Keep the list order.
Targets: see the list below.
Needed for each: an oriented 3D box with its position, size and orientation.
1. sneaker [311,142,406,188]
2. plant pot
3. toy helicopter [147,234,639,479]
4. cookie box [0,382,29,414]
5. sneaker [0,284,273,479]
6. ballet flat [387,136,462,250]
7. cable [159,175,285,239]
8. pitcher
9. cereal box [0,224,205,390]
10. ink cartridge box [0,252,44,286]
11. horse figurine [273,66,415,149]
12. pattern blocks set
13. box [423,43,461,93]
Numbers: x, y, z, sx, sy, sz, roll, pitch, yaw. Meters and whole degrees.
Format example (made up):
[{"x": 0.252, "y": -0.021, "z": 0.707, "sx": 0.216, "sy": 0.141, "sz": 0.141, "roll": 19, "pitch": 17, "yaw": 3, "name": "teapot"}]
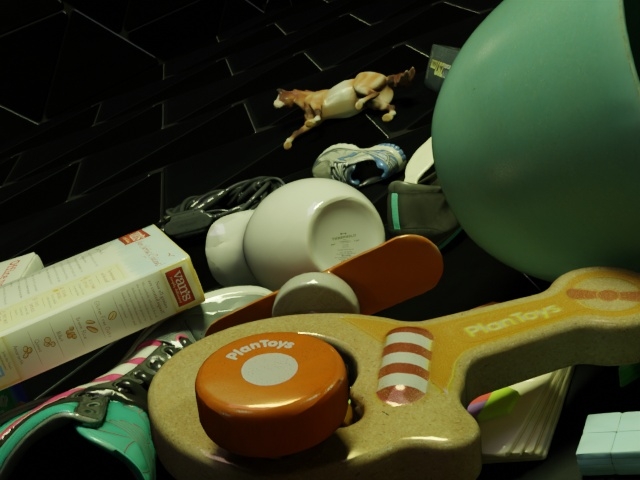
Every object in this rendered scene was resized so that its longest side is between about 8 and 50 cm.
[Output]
[{"x": 0.041, "y": -0.095, "z": 1.385, "sx": 0.135, "sy": 0.052, "sz": 0.058, "roll": -7, "pitch": 26, "yaw": 34, "name": "sneaker"}, {"x": 0.232, "y": -0.091, "z": 0.850, "sx": 0.235, "sy": 0.293, "sz": 0.293, "roll": -22, "pitch": 11, "yaw": 48, "name": "plant pot"}, {"x": 0.061, "y": 0.076, "z": 0.701, "sx": 0.355, "sy": 0.140, "sz": 0.235, "roll": -13, "pitch": 27, "yaw": -17, "name": "toy helicopter"}, {"x": -0.300, "y": 0.154, "z": 0.933, "sx": 0.040, "sy": 0.107, "sz": 0.092, "roll": -9, "pitch": 21, "yaw": 28, "name": "cookie box"}, {"x": -0.131, "y": 0.135, "z": 0.788, "sx": 0.295, "sy": 0.124, "sz": 0.178, "roll": -31, "pitch": 17, "yaw": -13, "name": "sneaker"}, {"x": 0.163, "y": -0.083, "z": 1.155, "sx": 0.095, "sy": 0.096, "sz": 0.280, "roll": -6, "pitch": 22, "yaw": 41, "name": "ballet flat"}, {"x": -0.124, "y": -0.043, "z": 1.426, "sx": 0.184, "sy": 0.047, "sz": 0.150, "roll": -16, "pitch": 14, "yaw": 19, "name": "cable"}, {"x": 0.000, "y": 0.000, "z": 1.077, "sx": 0.177, "sy": 0.126, "sz": 0.207, "roll": -12, "pitch": 2, "yaw": -27, "name": "pitcher"}, {"x": -0.225, "y": 0.061, "z": 0.875, "sx": 0.240, "sy": 0.047, "sz": 0.173, "roll": -22, "pitch": 15, "yaw": -13, "name": "cereal box"}, {"x": -0.416, "y": 0.106, "z": 1.210, "sx": 0.212, "sy": 0.093, "sz": 0.154, "roll": -20, "pitch": 19, "yaw": 4, "name": "ink cartridge box"}, {"x": 0.040, "y": -0.224, "z": 1.728, "sx": 0.263, "sy": 0.066, "sz": 0.174, "roll": -16, "pitch": 25, "yaw": 18, "name": "horse figurine"}, {"x": 0.087, "y": 0.118, "z": 0.780, "sx": 0.324, "sy": 0.026, "sz": 0.285, "roll": -12, "pitch": 20, "yaw": 20, "name": "pattern blocks set"}, {"x": 0.249, "y": -0.168, "z": 1.201, "sx": 0.232, "sy": 0.059, "sz": 0.183, "roll": 8, "pitch": 12, "yaw": -10, "name": "box"}]
